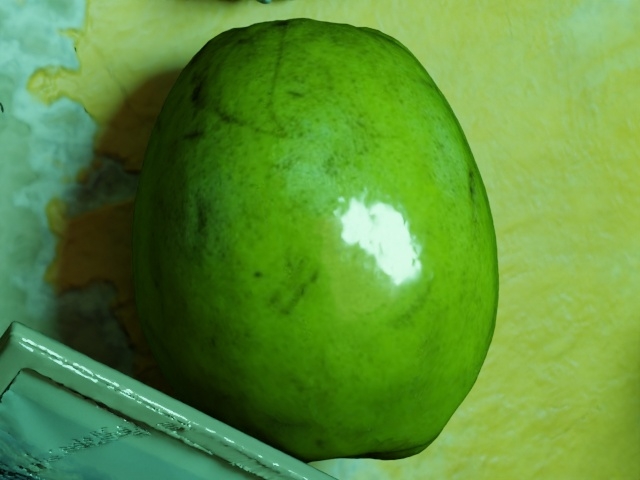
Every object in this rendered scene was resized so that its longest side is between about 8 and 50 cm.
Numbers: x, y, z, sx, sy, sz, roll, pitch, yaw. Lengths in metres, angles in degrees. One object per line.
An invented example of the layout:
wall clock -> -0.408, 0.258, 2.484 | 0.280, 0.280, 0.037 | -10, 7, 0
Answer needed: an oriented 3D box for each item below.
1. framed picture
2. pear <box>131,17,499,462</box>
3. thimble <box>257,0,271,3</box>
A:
framed picture -> -0.112, 0.208, 1.039 | 0.335, 0.022, 0.247 | 30, 119, -21
pear -> 0.000, 0.000, 1.073 | 0.253, 0.253, 0.307 | 3, 83, -25
thimble -> 0.023, -0.261, 1.121 | 0.211, 0.185, 0.149 | -16, 93, 10
